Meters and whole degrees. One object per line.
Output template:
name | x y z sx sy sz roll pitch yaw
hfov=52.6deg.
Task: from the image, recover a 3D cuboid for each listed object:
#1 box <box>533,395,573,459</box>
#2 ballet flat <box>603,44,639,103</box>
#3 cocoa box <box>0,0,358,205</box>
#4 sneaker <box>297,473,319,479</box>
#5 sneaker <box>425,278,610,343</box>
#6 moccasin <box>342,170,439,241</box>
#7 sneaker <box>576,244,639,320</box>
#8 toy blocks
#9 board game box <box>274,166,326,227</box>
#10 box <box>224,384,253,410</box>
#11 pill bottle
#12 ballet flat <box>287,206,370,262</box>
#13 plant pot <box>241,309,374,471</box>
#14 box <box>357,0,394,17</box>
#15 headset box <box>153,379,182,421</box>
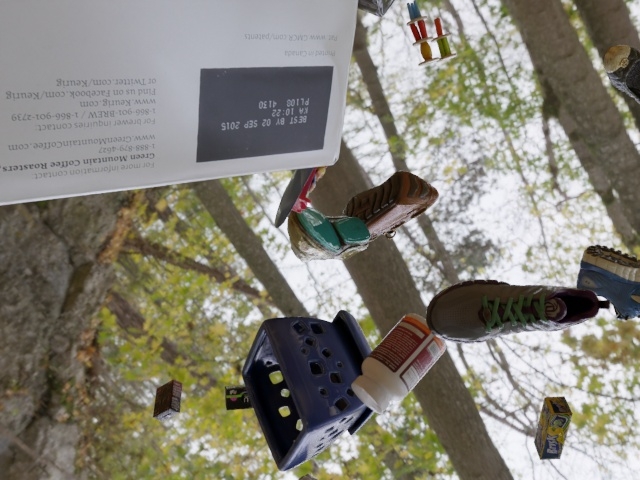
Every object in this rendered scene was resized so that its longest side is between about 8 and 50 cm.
box | 0.573 0.465 1.598 0.054 0.169 0.059 -2 -147 0
ballet flat | 0.465 -0.219 0.914 0.057 0.173 0.049 -52 -156 17
cocoa box | -0.173 -0.181 0.499 0.347 0.231 0.228 -11 -148 -35
sneaker | -0.050 0.644 1.399 0.110 0.275 0.107 31 -161 36
sneaker | 0.250 0.083 0.825 0.223 0.083 0.098 -5 171 -15
moccasin | 0.169 -0.076 1.696 0.380 0.147 0.139 -38 -139 56
sneaker | 0.780 0.125 1.566 0.330 0.147 0.130 19 -153 9
toy blocks | 0.263 -0.503 1.554 0.123 0.148 0.054 -23 -171 -37
board game box | -0.013 -0.086 0.904 0.169 0.033 0.133 -61 -166 20
box | -0.234 0.454 1.873 0.083 0.062 0.052 -2 179 -13
pill bottle | 0.121 0.195 1.021 0.152 0.086 0.086 -43 -149 -21
ballet flat | 0.000 0.000 1.423 0.123 0.123 0.348 -15 172 25
plant pot | -0.007 0.288 1.297 0.212 0.236 0.236 -12 -122 -28
box | 0.109 -0.729 1.453 0.318 0.097 0.395 30 -98 25
headset box | -0.352 0.366 1.496 0.062 0.032 0.083 -31 -137 28
